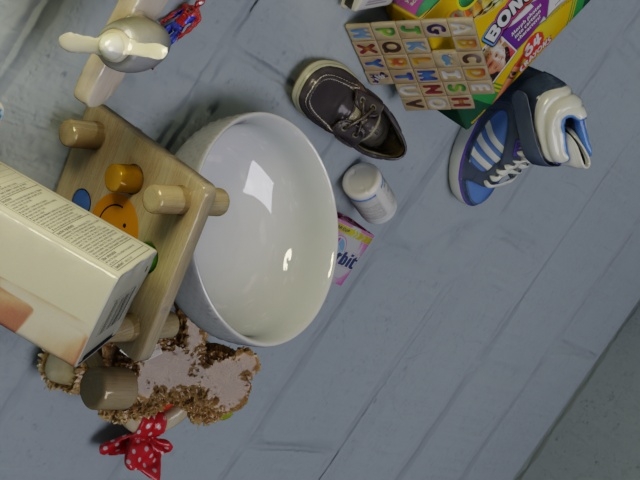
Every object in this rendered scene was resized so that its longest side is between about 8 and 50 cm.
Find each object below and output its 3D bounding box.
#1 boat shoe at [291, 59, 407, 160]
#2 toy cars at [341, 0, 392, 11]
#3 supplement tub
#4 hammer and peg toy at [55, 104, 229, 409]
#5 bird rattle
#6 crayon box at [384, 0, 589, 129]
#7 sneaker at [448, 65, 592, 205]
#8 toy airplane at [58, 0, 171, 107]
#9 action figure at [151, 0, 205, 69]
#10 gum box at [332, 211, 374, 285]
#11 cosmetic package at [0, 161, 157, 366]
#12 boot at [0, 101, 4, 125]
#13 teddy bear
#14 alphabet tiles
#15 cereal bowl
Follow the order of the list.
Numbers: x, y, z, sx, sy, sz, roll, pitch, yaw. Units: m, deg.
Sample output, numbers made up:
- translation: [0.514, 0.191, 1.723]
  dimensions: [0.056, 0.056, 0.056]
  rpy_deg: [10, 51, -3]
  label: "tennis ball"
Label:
- translation: [0.056, -0.198, 2.063]
  dimensions: [0.103, 0.092, 0.285]
  rpy_deg: [-54, 148, 3]
  label: "boat shoe"
- translation: [0.165, -0.493, 1.913]
  dimensions: [0.394, 0.087, 0.176]
  rpy_deg: [-51, 148, -1]
  label: "toy cars"
- translation: [0.085, -0.080, 2.239]
  dimensions: [0.071, 0.071, 0.107]
  rpy_deg: [-47, 148, -7]
  label: "supplement tub"
- translation: [-0.286, 0.030, 1.703]
  dimensions: [0.127, 0.266, 0.361]
  rpy_deg: [2, 118, -50]
  label: "hammer and peg toy"
- translation: [-0.263, 0.256, 2.132]
  dimensions: [0.253, 0.143, 0.207]
  rpy_deg: [-31, 133, -9]
  label: "bird rattle"
- translation: [0.292, -0.410, 2.138]
  dimensions: [0.363, 0.106, 0.313]
  rpy_deg: [-47, 148, -8]
  label: "crayon box"
- translation: [0.372, -0.153, 2.371]
  dimensions: [0.130, 0.236, 0.323]
  rpy_deg: [-21, 137, -39]
  label: "sneaker"
- translation: [-0.148, -0.367, 1.469]
  dimensions: [0.384, 0.272, 0.386]
  rpy_deg: [-35, 144, -26]
  label: "toy airplane"
- translation: [-0.193, -0.277, 1.723]
  dimensions: [0.115, 0.038, 0.030]
  rpy_deg: [-47, 165, -6]
  label: "action figure"
- translation: [0.000, 0.000, 2.218]
  dimensions: [0.107, 0.062, 0.188]
  rpy_deg: [-56, 148, 6]
  label: "gum box"
- translation: [-0.361, 0.007, 1.520]
  dimensions: [0.129, 0.296, 0.153]
  rpy_deg: [-61, 175, 16]
  label: "cosmetic package"
- translation: [-0.461, -0.170, 1.407]
  dimensions: [0.258, 0.123, 0.095]
  rpy_deg: [-1, 123, -51]
  label: "boot"
- translation: [-0.261, 0.173, 1.976]
  dimensions: [0.337, 0.113, 0.245]
  rpy_deg: [0, 106, -28]
  label: "teddy bear"
- translation: [0.164, -0.273, 2.061]
  dimensions: [0.237, 0.198, 0.009]
  rpy_deg: [59, 35, -57]
  label: "alphabet tiles"
- translation: [-0.126, -0.014, 1.912]
  dimensions: [0.339, 0.141, 0.339]
  rpy_deg: [5, 84, -53]
  label: "cereal bowl"
